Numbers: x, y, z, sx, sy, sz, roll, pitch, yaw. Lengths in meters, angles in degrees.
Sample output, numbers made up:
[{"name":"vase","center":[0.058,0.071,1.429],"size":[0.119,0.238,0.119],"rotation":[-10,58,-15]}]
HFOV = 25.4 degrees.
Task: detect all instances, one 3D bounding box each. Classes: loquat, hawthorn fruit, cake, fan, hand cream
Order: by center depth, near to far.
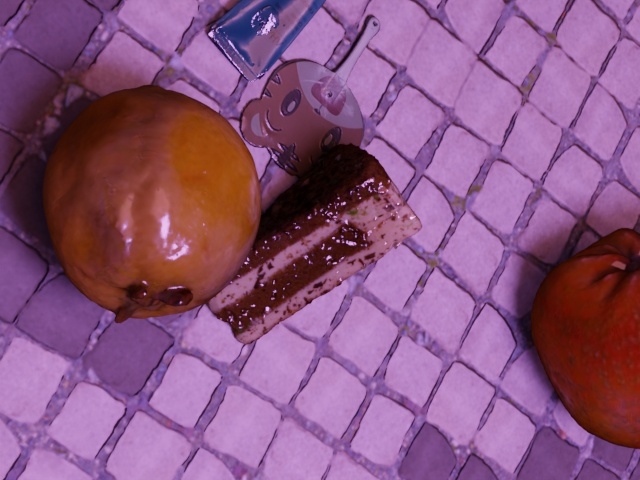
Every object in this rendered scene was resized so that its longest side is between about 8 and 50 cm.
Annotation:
[{"name":"loquat","center":[-0.170,-0.038,1.438],"size":[0.238,0.193,0.238],"rotation":[19,63,-44]},{"name":"cake","center":[-0.005,0.007,1.561],"size":[0.246,0.135,0.112],"rotation":[-45,115,-20]},{"name":"hand cream","center":[-0.030,-0.282,1.599],"size":[0.224,0.048,0.083],"rotation":[-49,116,-14]},{"name":"fan","center":[0.010,-0.168,1.641],"size":[0.152,0.008,0.227],"rotation":[41,73,-25]},{"name":"hawthorn fruit","center":[0.395,0.142,1.745],"size":[0.277,0.277,0.298],"rotation":[-21,121,-28]}]
